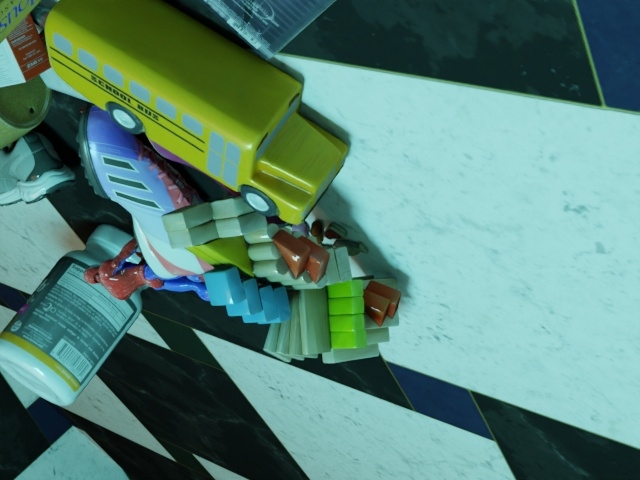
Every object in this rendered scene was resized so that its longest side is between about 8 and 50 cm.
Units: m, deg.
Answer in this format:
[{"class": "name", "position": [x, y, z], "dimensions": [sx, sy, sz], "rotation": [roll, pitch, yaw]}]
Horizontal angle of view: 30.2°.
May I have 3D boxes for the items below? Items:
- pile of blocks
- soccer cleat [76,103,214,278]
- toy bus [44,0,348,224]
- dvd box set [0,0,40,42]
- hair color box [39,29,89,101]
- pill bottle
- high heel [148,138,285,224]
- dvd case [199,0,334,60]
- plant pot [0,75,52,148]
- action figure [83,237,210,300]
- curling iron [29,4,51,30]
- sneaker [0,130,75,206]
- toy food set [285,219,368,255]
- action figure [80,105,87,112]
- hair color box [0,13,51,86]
[{"class": "pile of blocks", "position": [-0.023, 0.058, 1.403], "dimensions": [0.362, 0.149, 0.112], "rotation": [28, 157, -37]}, {"class": "soccer cleat", "position": [-0.222, -0.068, 1.612], "dimensions": [0.116, 0.108, 0.318], "rotation": [-5, 137, 21]}, {"class": "toy bus", "position": [-0.131, -0.157, 1.285], "dimensions": [0.332, 0.108, 0.130], "rotation": [32, 154, 8]}, {"class": "dvd box set", "position": [-0.380, -0.273, 0.996], "dimensions": [0.307, 0.420, 0.062], "rotation": [34, 154, 3]}, {"class": "hair color box", "position": [-0.295, -0.211, 1.477], "dimensions": [0.141, 0.043, 0.072], "rotation": [22, 154, 30]}, {"class": "pill bottle", "position": [-0.393, 0.118, 1.941], "dimensions": [0.162, 0.278, 0.162], "rotation": [28, 155, 14]}, {"class": "high heel", "position": [-0.114, -0.107, 1.404], "dimensions": [0.117, 0.082, 0.244], "rotation": [-6, 130, 41]}, {"class": "dvd case", "position": [-0.068, -0.263, 1.110], "dimensions": [0.164, 0.018, 0.221], "rotation": [41, 157, -11]}, {"class": "plant pot", "position": [-0.492, -0.198, 1.579], "dimensions": [0.254, 0.237, 0.237], "rotation": [-2, 140, 32]}, {"class": "action figure", "position": [-0.230, 0.026, 1.813], "dimensions": [0.280, 0.139, 0.091], "rotation": [-2, 139, 21]}, {"class": "curling iron", "position": [-0.308, -0.255, 1.426], "dimensions": [0.274, 0.035, 0.068], "rotation": [22, 166, 23]}, {"class": "sneaker", "position": [-0.459, -0.117, 1.838], "dimensions": [0.271, 0.100, 0.108], "rotation": [-4, 112, 60]}, {"class": "toy food set", "position": [0.000, 0.000, 1.520], "dimensions": [0.078, 0.019, 0.122], "rotation": [44, 155, -21]}, {"class": "action figure", "position": [-0.299, -0.137, 1.636], "dimensions": [0.038, 0.030, 0.115], "rotation": [63, -178, 42]}, {"class": "hair color box", "position": [-0.396, -0.268, 1.407], "dimensions": [0.093, 0.053, 0.167], "rotation": [-3, 119, 39]}]
